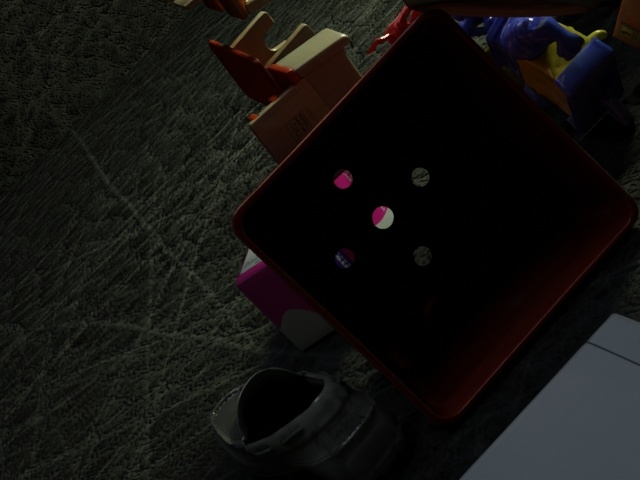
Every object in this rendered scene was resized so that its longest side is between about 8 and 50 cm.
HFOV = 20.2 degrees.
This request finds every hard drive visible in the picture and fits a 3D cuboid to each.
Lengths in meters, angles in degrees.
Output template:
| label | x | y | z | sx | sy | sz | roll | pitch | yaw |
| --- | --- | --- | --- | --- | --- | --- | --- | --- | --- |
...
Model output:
| label | x | y | z | sx | sy | sz | roll | pitch | yaw |
| --- | --- | --- | --- | --- | --- | --- | --- | --- | --- |
| hard drive | 0.157 | 0.212 | 1.310 | 0.353 | 0.047 | 0.233 | -47 | 18 | -6 |

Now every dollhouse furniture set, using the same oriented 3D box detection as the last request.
| label | x | y | z | sx | sy | sz | roll | pitch | yaw |
| --- | --- | --- | --- | --- | --- | --- | --- | --- | --- |
| dollhouse furniture set | -0.051 | -0.162 | 1.882 | 0.135 | 0.262 | 0.259 | -42 | 25 | -9 |

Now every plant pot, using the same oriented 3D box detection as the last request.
| label | x | y | z | sx | sy | sz | roll | pitch | yaw |
| --- | --- | --- | --- | --- | --- | --- | --- | --- | --- |
| plant pot | 0.082 | -0.020 | 1.668 | 0.267 | 0.267 | 0.236 | -47 | 8 | -7 |

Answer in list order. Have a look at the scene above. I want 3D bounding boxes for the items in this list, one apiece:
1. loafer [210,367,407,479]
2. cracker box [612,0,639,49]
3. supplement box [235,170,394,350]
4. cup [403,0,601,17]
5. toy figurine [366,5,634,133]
| label | x | y | z | sx | sy | sz | roll | pitch | yaw |
| --- | --- | --- | --- | --- | --- | --- | --- | --- | --- |
| loafer | -0.031 | 0.164 | 1.704 | 0.112 | 0.111 | 0.319 | -52 | 20 | -20 |
| cracker box | 0.384 | -0.313 | 1.797 | 0.232 | 0.067 | 0.155 | -53 | -17 | -24 |
| supplement box | 0.000 | 0.000 | 1.986 | 0.114 | 0.111 | 0.220 | -33 | 23 | 30 |
| cup | 0.160 | -0.319 | 1.567 | 0.331 | 0.331 | 0.237 | -173 | 84 | -67 |
| toy figurine | 0.216 | -0.148 | 1.818 | 0.191 | 0.217 | 0.362 | -53 | -23 | -8 |
